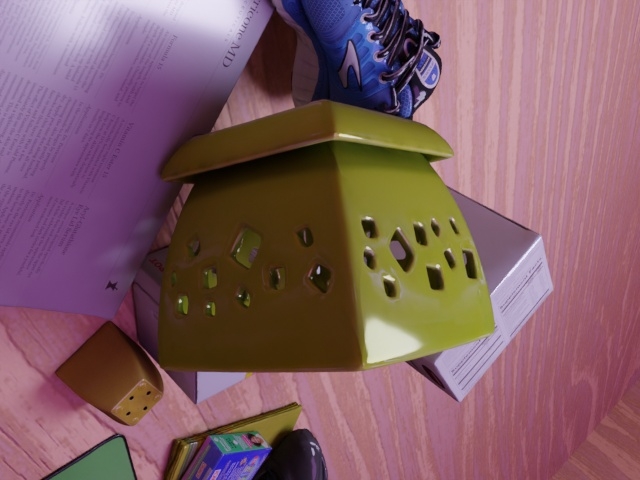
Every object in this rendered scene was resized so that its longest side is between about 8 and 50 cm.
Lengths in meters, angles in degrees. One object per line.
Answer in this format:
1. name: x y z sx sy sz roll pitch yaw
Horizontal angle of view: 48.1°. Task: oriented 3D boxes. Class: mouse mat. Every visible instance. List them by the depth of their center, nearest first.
1. mouse mat: -0.316 0.335 0.893 0.190 0.007 0.152 -29 137 -33

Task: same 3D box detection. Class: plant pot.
1. plant pot: 0.000 0.000 0.643 0.227 0.228 0.207 -2 85 -52
2. plant pot: -0.223 0.157 0.794 0.081 0.083 0.081 -45 143 -13

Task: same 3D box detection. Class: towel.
1. towel: -0.129 0.308 1.074 0.237 0.021 0.102 -5 127 -47

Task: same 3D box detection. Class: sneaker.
1. sneaker: 0.050 -0.200 0.657 0.129 0.147 0.330 -56 163 -15
2. sneaker: -0.087 0.420 1.131 0.130 0.109 0.286 9 113 -42

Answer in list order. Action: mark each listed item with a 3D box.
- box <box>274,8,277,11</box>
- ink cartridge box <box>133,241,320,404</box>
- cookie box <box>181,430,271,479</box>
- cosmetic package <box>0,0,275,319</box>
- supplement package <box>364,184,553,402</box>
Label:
1. box: 0.052 -0.338 0.751 0.233 0.044 0.159 -28 136 -32
2. ink cartridge box: -0.106 0.073 0.822 0.176 0.128 0.127 -22 132 -36
3. cookie box: -0.135 0.321 1.022 0.107 0.040 0.091 15 110 -55
4. cosmetic package: -0.213 -0.130 0.570 0.284 0.097 0.377 20 102 -53
5. supplement package: 0.131 0.042 0.951 0.204 0.262 0.145 -48 143 -10
